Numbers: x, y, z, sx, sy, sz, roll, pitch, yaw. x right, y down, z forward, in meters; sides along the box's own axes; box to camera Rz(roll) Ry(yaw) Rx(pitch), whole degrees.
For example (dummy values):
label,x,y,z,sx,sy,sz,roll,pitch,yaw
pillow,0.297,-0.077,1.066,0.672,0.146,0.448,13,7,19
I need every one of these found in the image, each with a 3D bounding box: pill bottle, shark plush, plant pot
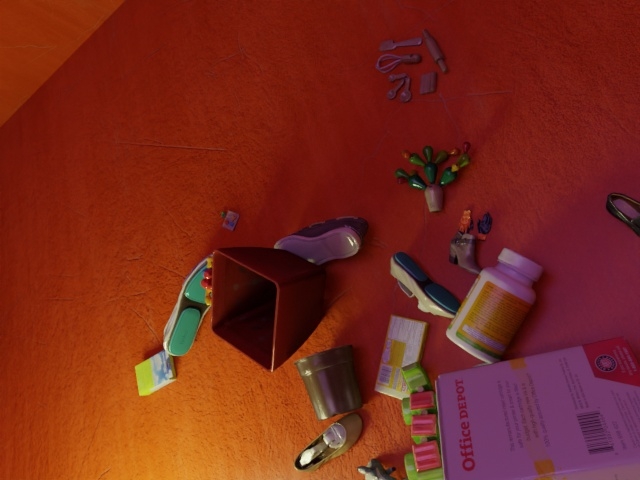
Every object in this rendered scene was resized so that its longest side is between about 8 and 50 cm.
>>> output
label,x,y,z,sx,sy,sz,roll,pitch,yaw
pill bottle,0.407,0.147,1.301,0.136,0.136,0.246,33,98,36
shark plush,0.155,0.570,1.382,0.073,0.067,0.161,59,150,1
plant pot,-0.130,0.160,1.586,0.267,0.235,0.267,24,119,38
plant pot,0.030,0.381,1.504,0.166,0.167,0.165,-26,73,28

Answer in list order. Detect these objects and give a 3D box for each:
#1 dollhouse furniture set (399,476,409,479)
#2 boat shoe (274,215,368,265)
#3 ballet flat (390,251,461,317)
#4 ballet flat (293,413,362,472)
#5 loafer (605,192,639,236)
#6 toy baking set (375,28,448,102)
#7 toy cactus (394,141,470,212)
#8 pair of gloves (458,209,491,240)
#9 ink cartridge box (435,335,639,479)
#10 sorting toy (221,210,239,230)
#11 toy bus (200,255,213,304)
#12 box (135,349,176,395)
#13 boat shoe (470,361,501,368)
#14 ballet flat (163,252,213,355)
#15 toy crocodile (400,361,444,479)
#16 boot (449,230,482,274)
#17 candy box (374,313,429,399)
label,x,y,z,sx,sy,sz,roll,pitch,yaw
dollhouse furniture set,0.228,0.675,1.325,0.129,0.129,0.184,-35,90,24
boat shoe,0.000,0.000,1.652,0.324,0.117,0.097,-13,28,43
ballet flat,0.264,0.130,1.454,0.086,0.086,0.248,-51,54,14
ballet flat,0.018,0.550,1.512,0.232,0.073,0.080,-47,57,16
loafer,0.684,-0.045,1.202,0.170,0.061,0.062,39,100,35
toy baking set,0.257,-0.519,1.645,0.196,0.030,0.256,-27,64,27
toy cactus,0.297,-0.167,1.494,0.218,0.112,0.181,-9,83,25
pair of gloves,0.393,-0.040,1.439,0.083,0.010,0.074,12,85,36
ink cartridge box,0.436,0.370,1.085,0.384,0.161,0.279,-16,30,17
sorting toy,-0.320,-0.072,1.949,0.083,0.012,0.062,21,91,37
toy bus,-0.286,0.147,1.736,0.149,0.211,0.221,7,96,35
box,-0.569,0.458,1.969,0.178,0.042,0.109,-31,63,25
boat shoe,0.421,0.313,1.287,0.226,0.075,0.083,-16,69,31
ballet flat,-0.427,0.192,1.897,0.139,0.139,0.401,33,98,36
toy crocodile,0.247,0.450,1.314,0.115,0.105,0.341,-14,50,17
boot,0.370,0.028,1.412,0.118,0.042,0.087,28,104,44
candy box,0.211,0.303,1.468,0.105,0.027,0.206,11,85,33
